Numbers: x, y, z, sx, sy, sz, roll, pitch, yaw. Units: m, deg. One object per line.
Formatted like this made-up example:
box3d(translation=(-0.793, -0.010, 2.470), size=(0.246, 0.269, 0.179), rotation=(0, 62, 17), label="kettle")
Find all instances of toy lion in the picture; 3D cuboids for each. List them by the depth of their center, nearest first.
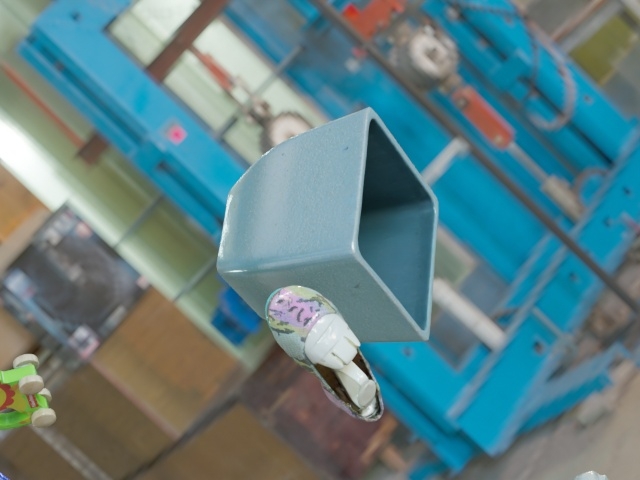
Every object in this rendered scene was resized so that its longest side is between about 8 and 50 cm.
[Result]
box3d(translation=(-0.301, 0.146, 1.411), size=(0.096, 0.034, 0.100), rotation=(-15, -35, -8), label="toy lion")

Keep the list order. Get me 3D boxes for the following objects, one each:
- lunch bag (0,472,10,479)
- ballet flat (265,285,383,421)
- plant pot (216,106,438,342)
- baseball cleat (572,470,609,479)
box3d(translation=(-0.338, 0.396, 1.721), size=(0.138, 0.293, 0.221), rotation=(-42, -7, -41), label="lunch bag")
box3d(translation=(0.018, 0.128, 1.662), size=(0.077, 0.221, 0.079), rotation=(-46, 46, -12), label="ballet flat")
box3d(translation=(0.000, 0.000, 2.157), size=(0.252, 0.247, 0.247), rotation=(-11, 53, 26), label="plant pot")
box3d(translation=(0.265, 0.318, 1.545), size=(0.109, 0.072, 0.206), rotation=(-28, 20, 15), label="baseball cleat")
